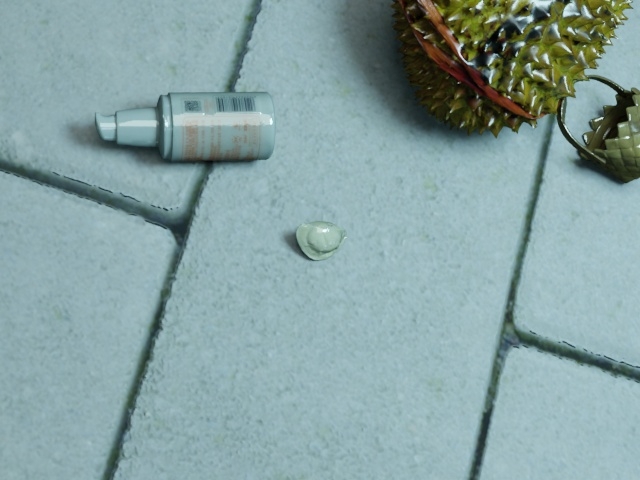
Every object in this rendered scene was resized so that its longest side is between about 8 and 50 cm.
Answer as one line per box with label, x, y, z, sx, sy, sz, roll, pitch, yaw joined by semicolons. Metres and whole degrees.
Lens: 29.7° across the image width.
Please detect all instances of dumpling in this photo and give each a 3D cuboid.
dumpling;0.001;0.001;1.756;0.043;0.077;0.059;30;108;34

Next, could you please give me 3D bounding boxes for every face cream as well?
face cream;-0.195;-0.163;1.727;0.252;0.101;0.101;-2;75;-12

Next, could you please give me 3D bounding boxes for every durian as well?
durian;0.275;-0.335;1.757;0.348;0.347;0.384;25;97;-5

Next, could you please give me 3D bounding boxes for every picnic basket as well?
picnic basket;0.441;-0.177;1.848;0.178;0.138;0.128;28;72;-10
